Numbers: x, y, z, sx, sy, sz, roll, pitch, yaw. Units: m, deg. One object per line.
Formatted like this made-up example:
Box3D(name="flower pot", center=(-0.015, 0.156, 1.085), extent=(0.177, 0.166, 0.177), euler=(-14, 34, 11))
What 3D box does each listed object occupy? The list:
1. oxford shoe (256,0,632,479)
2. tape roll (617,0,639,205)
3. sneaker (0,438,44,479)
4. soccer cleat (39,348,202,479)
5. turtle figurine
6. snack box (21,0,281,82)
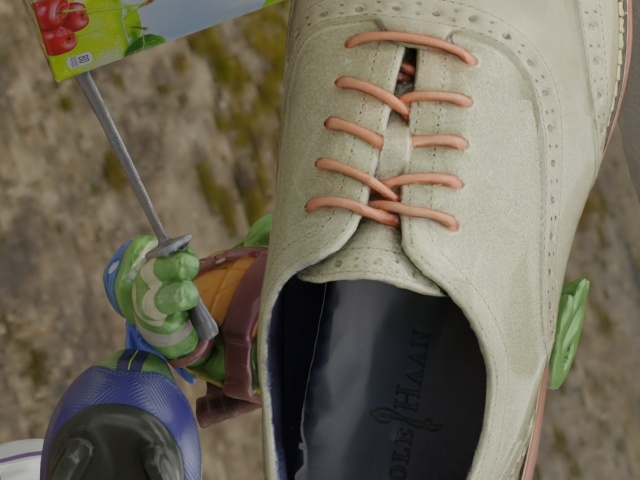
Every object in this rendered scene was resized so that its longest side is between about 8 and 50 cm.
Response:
Box3D(name="oxford shoe", center=(0.047, -0.034, 0.700), extent=(0.146, 0.141, 0.396), euler=(-33, 125, -77))
Box3D(name="tape roll", center=(0.328, -0.071, 0.868), extent=(0.072, 0.392, 0.392), euler=(147, -69, -67))
Box3D(name="sneaker", center=(-0.253, 0.254, 1.161), extent=(0.102, 0.282, 0.161), euler=(53, -3, -28))
Box3D(name="soccer cleat", center=(-0.110, 0.194, 0.967), extent=(0.121, 0.093, 0.289), euler=(-83, -178, -65))
Box3D(name="turtle figurine", center=(0.000, 0.000, 0.952), extent=(0.198, 0.266, 0.274), euler=(-4, 113, -68))
Box3D(name="snack box", center=(-0.067, -0.181, 0.822), extent=(0.207, 0.175, 0.070), euler=(88, -21, -62))
